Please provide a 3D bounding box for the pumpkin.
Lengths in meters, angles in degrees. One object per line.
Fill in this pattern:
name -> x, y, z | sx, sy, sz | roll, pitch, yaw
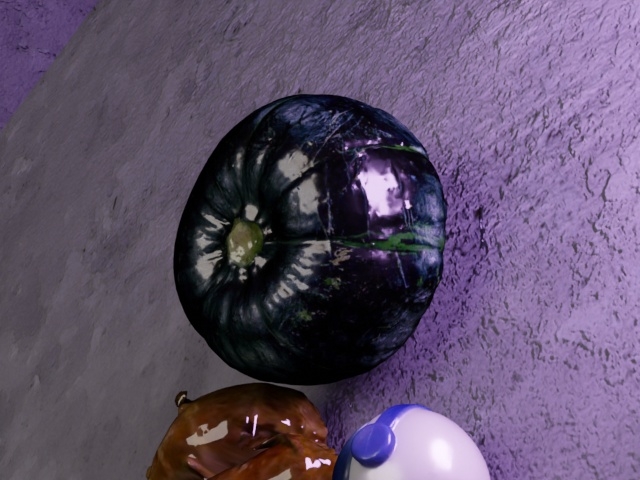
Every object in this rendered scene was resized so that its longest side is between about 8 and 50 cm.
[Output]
pumpkin -> 0.000, 0.000, 1.257 | 0.315, 0.238, 0.315 | -11, 75, 49

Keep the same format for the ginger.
ginger -> -0.137, 0.313, 1.269 | 0.418, 0.176, 0.254 | -51, 26, 13

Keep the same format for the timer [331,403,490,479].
timer -> 0.040, 0.311, 0.984 | 0.270, 0.270, 0.383 | -21, 36, 46
